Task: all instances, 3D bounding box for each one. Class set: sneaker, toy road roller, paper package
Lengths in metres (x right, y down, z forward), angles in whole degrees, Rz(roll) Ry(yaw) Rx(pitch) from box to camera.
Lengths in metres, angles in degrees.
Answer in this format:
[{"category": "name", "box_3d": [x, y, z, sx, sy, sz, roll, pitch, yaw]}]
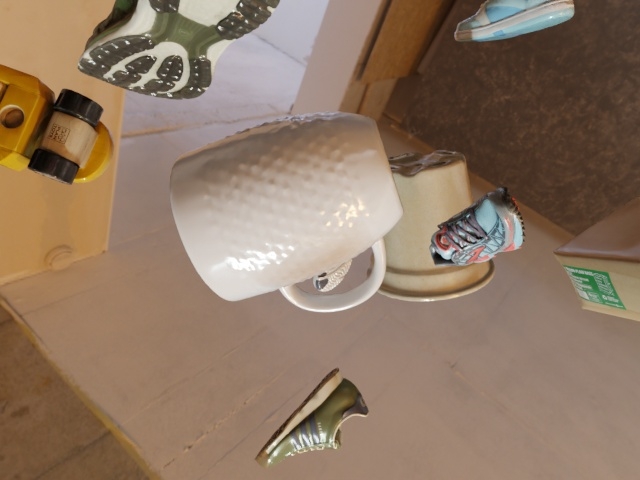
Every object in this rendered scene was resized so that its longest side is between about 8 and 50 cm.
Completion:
[{"category": "sneaker", "box_3d": [0.474, -0.627, 1.183, 0.127, 0.209, 0.318, -18, -164, -35]}, {"category": "sneaker", "box_3d": [0.000, 0.000, 1.147, 0.094, 0.235, 0.153, 10, 179, -38]}, {"category": "sneaker", "box_3d": [-0.177, -0.311, 0.584, 0.158, 0.410, 0.182, 12, -108, -41]}, {"category": "sneaker", "box_3d": [-0.008, 0.284, 0.691, 0.086, 0.192, 0.064, 42, -171, 6]}, {"category": "sneaker", "box_3d": [0.266, -0.003, 0.839, 0.125, 0.262, 0.104, -16, -110, -7]}, {"category": "toy road roller", "box_3d": [-0.661, -0.249, 1.110, 0.329, 0.203, 0.240, 20, 173, -5]}, {"category": "paper package", "box_3d": [0.724, 0.027, 0.969, 0.168, 0.309, 0.325, 61, 174, -6]}]

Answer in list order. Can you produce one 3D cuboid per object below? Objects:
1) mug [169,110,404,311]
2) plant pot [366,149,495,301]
[{"category": "mug", "box_3d": [-0.021, -0.032, 0.824, 0.327, 0.374, 0.276, -18, -156, 12]}, {"category": "plant pot", "box_3d": [0.265, -0.059, 1.200, 0.333, 0.306, 0.334, -8, -160, 3]}]
